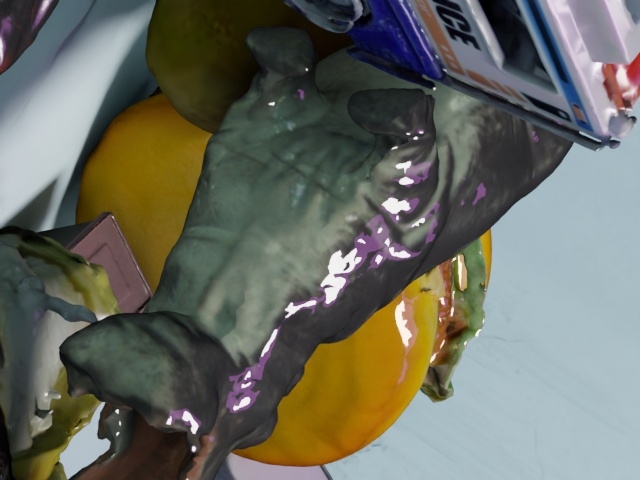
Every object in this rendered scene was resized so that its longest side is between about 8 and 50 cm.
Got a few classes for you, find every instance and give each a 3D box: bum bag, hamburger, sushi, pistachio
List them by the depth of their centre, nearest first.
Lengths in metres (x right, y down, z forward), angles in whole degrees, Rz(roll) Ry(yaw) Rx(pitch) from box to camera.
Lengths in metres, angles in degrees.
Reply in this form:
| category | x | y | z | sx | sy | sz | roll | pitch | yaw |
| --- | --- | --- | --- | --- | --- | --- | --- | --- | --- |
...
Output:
| category | x | y | z | sx | sy | sz | roll | pitch | yaw |
| --- | --- | --- | --- | --- | --- | --- | --- | --- | --- |
| bum bag | -0.134 | -0.068 | 0.638 | 0.058 | 0.034 | 0.124 | -41 | -175 | 48 |
| sushi | -0.166 | 0.078 | 0.727 | 0.131 | 0.139 | 0.291 | -66 | 168 | 22 |
| pistachio | -0.011 | -0.127 | 0.846 | 0.189 | 0.100 | 0.110 | -53 | 144 | -13 |
| hamburger | -0.006 | -0.004 | 0.979 | 0.170 | 0.246 | 0.246 | -39 | 164 | -47 |

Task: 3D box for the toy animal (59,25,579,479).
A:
| category | x | y | z | sx | sy | sz | roll | pitch | yaw |
| --- | --- | --- | --- | --- | --- | --- | --- | --- | --- |
| toy animal | -0.005 | -0.006 | 0.746 | 0.343 | 0.106 | 0.168 | -47 | 154 | -24 |

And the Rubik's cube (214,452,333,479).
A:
| category | x | y | z | sx | sy | sz | roll | pitch | yaw |
| --- | --- | --- | --- | --- | --- | --- | --- | --- | --- |
| Rubik's cube | -0.128 | 0.342 | 1.019 | 0.363 | 0.362 | 0.359 | -34 | -179 | 26 |

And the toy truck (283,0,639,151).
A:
| category | x | y | z | sx | sy | sz | roll | pitch | yaw |
| --- | --- | --- | --- | --- | --- | --- | --- | --- | --- |
| toy truck | 0.037 | -0.157 | 0.553 | 0.124 | 0.155 | 0.268 | -53 | 145 | -12 |

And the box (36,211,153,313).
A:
| category | x | y | z | sx | sy | sz | roll | pitch | yaw |
| --- | --- | --- | --- | --- | --- | --- | --- | --- | --- |
| box | -0.142 | 0.032 | 0.919 | 0.063 | 0.060 | 0.085 | -4 | -150 | 35 |
